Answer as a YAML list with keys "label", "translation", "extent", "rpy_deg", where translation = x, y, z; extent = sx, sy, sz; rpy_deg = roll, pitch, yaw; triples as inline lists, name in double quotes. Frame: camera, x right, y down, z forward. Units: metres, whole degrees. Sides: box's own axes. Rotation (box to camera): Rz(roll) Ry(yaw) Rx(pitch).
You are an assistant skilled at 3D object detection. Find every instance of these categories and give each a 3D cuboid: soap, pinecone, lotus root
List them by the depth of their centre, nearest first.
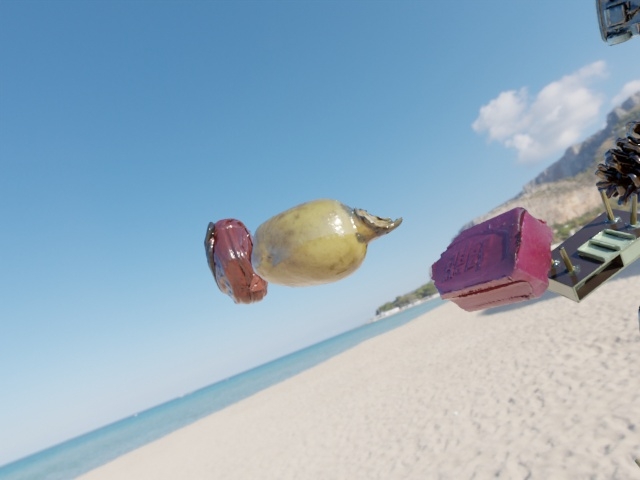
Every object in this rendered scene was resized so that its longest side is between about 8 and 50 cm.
- label: "lotus root"
  translation: [0.000, 0.000, 0.563]
  extent: [0.221, 0.125, 0.118]
  rpy_deg: [-17, -43, 30]
- label: "soap"
  translation: [0.344, 0.056, 0.868]
  extent: [0.099, 0.162, 0.250]
  rpy_deg: [23, -28, -17]
- label: "pinecone"
  translation: [0.913, -0.218, 1.142]
  extent: [0.309, 0.244, 0.244]
  rpy_deg: [-44, -15, 3]

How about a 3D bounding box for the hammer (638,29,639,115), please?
- label: "hammer"
  translation: [0.742, -0.376, 0.921]
  extent: [0.078, 0.200, 0.021]
  rpy_deg: [-18, 22, 21]

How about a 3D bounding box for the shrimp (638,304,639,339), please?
- label: "shrimp"
  translation: [0.464, 0.051, 0.456]
  extent: [0.272, 0.085, 0.445]
  rpy_deg: [-39, -8, 12]

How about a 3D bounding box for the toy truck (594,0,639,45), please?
- label: "toy truck"
  translation: [0.767, -0.528, 0.880]
  extent: [0.162, 0.136, 0.305]
  rpy_deg: [-28, 21, -9]

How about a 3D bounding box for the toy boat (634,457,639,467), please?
- label: "toy boat"
  translation: [0.963, 0.650, 1.122]
  extent: [0.061, 0.188, 0.116]
  rpy_deg: [-56, 16, 15]

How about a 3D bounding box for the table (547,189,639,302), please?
- label: "table"
  translation: [0.545, -0.002, 0.840]
  extent: [0.240, 0.111, 0.121]
  rpy_deg: [-34, 20, -7]

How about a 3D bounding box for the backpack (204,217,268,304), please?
- label: "backpack"
  translation: [-0.196, 0.057, 1.017]
  extent: [0.139, 0.229, 0.229]
  rpy_deg: [-19, -13, -8]
